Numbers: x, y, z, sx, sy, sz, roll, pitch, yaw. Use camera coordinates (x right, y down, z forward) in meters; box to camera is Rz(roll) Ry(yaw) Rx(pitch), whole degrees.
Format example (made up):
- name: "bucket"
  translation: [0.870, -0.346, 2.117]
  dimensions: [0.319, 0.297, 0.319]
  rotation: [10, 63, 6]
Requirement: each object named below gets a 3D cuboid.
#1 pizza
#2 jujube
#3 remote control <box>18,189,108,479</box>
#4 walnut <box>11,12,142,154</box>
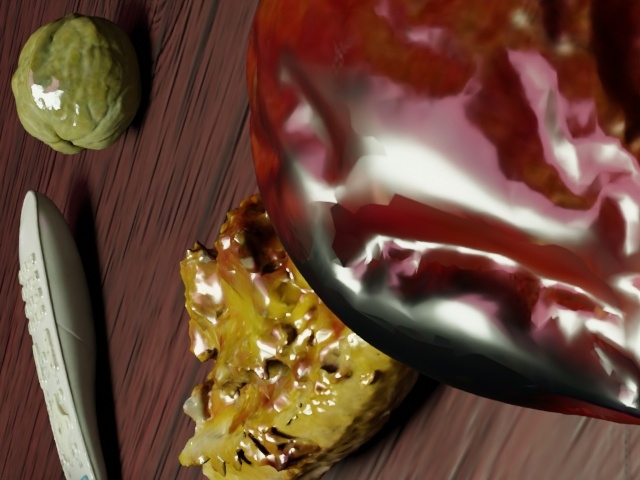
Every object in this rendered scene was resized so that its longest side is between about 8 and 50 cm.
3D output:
- name: "pizza"
  translation: [0.000, 0.000, 0.720]
  dimensions: [0.161, 0.085, 0.305]
  rotation: [-116, 37, -45]
- name: "jujube"
  translation: [0.075, -0.024, 0.488]
  dimensions: [0.236, 0.168, 0.168]
  rotation: [41, 126, 50]
- name: "remote control"
  translation: [-0.173, 0.074, 1.133]
  dimensions: [0.073, 0.044, 0.229]
  rotation: [-42, 61, 61]
- name: "walnut"
  translation: [-0.156, -0.101, 1.054]
  dimensions: [0.092, 0.092, 0.092]
  rotation: [-179, 90, -64]
